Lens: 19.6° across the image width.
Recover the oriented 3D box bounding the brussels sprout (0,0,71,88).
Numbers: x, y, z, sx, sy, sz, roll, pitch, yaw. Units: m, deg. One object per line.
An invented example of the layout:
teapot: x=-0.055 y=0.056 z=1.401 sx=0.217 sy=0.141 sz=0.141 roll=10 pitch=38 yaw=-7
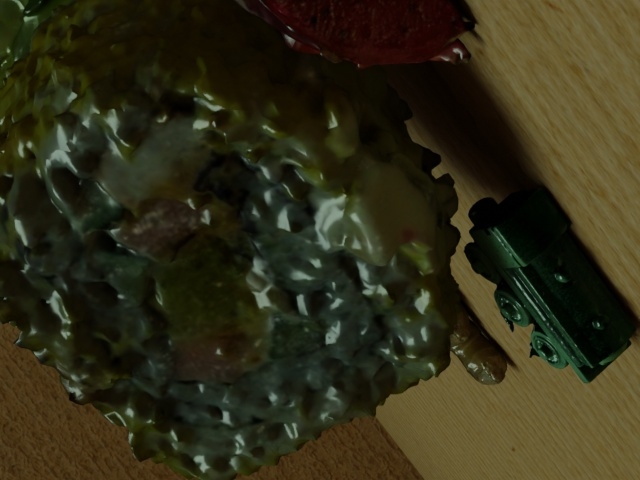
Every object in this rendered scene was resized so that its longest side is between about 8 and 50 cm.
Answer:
brussels sprout: x=-0.155 y=-0.147 z=1.718 sx=0.315 sy=0.371 sz=0.276 roll=16 pitch=-166 yaw=14

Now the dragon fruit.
dragon fruit: x=-0.025 y=-0.207 z=1.280 sx=0.274 sy=0.126 sz=0.161 roll=54 pitch=172 yaw=-18

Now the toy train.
toy train: x=0.181 y=0.036 z=1.455 sx=0.170 sy=0.071 sz=0.111 roll=52 pitch=166 yaw=-8

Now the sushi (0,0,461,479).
sushi: x=-0.073 y=-0.028 z=1.462 sx=0.396 sy=0.351 sz=0.240 roll=53 pitch=-156 yaw=-33

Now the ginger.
ginger: x=0.140 y=0.094 z=2.043 sx=0.165 sy=0.067 sz=0.096 roll=36 pitch=169 yaw=14
